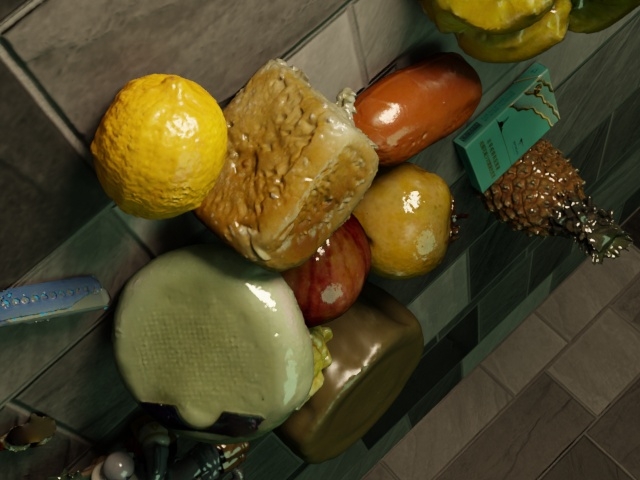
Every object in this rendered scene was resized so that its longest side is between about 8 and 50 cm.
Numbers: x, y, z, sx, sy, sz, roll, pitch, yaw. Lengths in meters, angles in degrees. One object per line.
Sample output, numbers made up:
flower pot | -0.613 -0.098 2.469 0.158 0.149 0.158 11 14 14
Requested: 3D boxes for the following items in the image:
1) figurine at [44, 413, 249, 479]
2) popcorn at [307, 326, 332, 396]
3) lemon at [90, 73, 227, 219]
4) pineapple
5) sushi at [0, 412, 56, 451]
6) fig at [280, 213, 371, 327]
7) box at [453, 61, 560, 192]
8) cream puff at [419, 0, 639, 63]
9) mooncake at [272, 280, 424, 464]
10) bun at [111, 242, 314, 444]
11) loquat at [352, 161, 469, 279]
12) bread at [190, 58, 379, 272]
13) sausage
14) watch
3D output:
figurine | -0.310 0.405 1.437 0.381 0.186 0.261 -27 144 -28
popcorn | -0.080 0.197 1.508 0.185 0.187 0.167 62 37 -56
lemon | -0.177 -0.095 0.939 0.142 0.142 0.187 -17 148 -48
pineapple | 0.484 -0.072 1.779 0.202 0.362 0.202 -20 133 -23
sushi | -0.426 0.279 1.240 0.046 0.044 0.083 -35 162 31
fig | -0.014 -0.001 1.312 0.203 0.186 0.250 -39 140 -44
box | 0.372 -0.220 1.704 0.229 0.041 0.162 -44 143 -5
cream puff | 0.312 -0.381 1.127 0.378 0.275 0.378 -37 156 -19
mooncake | 0.033 0.259 1.755 0.378 0.200 0.378 -40 154 -24
bun | -0.137 0.132 1.215 0.293 0.293 0.187 -56 175 19
loquat | 0.140 -0.030 1.453 0.213 0.213 0.213 -36 154 -21
bread | -0.036 -0.093 1.098 0.246 0.195 0.176 -50 151 8
sausage | 0.145 -0.203 1.307 0.258 0.133 0.133 -30 151 -29
watch | -0.406 0.130 0.998 0.276 0.068 0.274 -48 155 0
